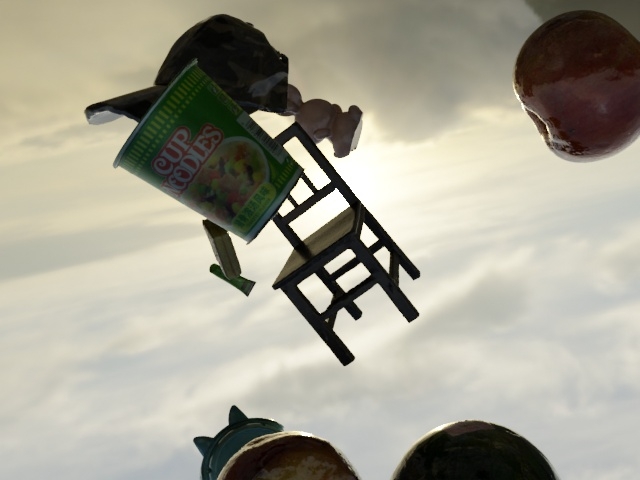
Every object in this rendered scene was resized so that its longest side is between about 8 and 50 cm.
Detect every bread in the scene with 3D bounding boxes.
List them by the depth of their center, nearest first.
[{"bbox_3d":[-0.174,0.012,1.794,0.035,0.090,0.094,-22,-153,-10],"label":"bread"}]

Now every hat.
[{"bbox_3d":[-0.271,-0.332,1.988,0.366,0.257,0.382,8,-174,34],"label":"hat"}]

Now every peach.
[{"bbox_3d":[-0.069,0.474,1.643,0.281,0.281,0.338,-10,-155,21],"label":"peach"}]

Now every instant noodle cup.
[{"bbox_3d":[-0.153,-0.123,1.507,0.207,0.233,0.207,-53,-173,9],"label":"instant noodle cup"}]

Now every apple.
[{"bbox_3d":[0.347,-0.201,1.343,0.164,0.209,0.209,-41,-175,5],"label":"apple"}]

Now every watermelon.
[{"bbox_3d":[0.274,0.500,1.775,0.363,0.363,0.363,-12,-173,1],"label":"watermelon"}]

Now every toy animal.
[{"bbox_3d":[-0.012,-0.263,2.209,0.212,0.124,0.124,25,-167,6],"label":"toy animal"}]

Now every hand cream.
[{"bbox_3d":[-0.177,0.078,2.047,0.023,0.036,0.122,24,174,44],"label":"hand cream"}]

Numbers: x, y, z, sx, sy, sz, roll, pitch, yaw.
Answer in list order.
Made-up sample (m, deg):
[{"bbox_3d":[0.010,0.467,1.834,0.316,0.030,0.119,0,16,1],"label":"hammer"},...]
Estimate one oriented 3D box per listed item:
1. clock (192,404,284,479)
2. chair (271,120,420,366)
[{"bbox_3d":[-0.133,0.476,2.069,0.223,0.274,0.094,-41,-179,-18],"label":"clock"},{"bbox_3d":[0.000,0.000,1.999,0.203,0.416,0.240,-36,-168,21],"label":"chair"}]
